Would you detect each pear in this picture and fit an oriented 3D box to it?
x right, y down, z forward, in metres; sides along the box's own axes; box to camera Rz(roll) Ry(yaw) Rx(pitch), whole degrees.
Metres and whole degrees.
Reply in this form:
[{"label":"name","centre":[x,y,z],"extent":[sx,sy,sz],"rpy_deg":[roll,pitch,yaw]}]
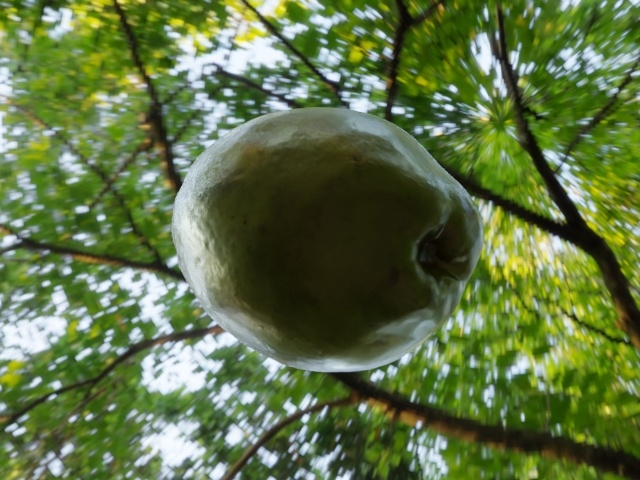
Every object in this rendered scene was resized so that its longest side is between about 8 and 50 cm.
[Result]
[{"label":"pear","centre":[0.000,0.000,0.614],"extent":[0.131,0.107,0.107],"rpy_deg":[3,-85,35]}]
